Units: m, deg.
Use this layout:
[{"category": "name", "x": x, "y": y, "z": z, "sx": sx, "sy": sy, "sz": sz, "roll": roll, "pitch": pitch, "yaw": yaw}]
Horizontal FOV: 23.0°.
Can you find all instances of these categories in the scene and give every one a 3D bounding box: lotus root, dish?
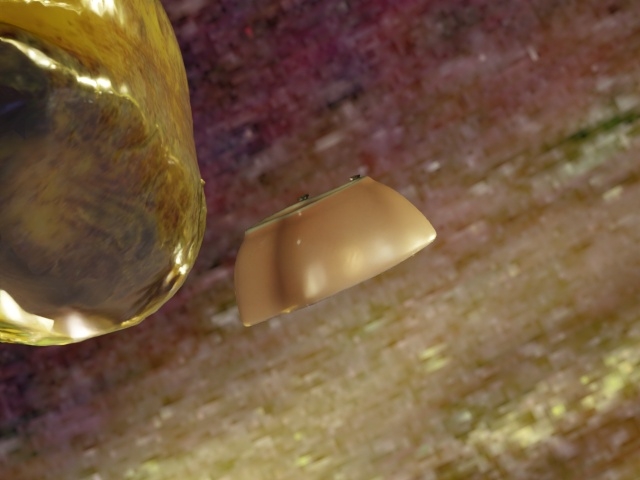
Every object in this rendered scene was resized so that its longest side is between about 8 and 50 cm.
[{"category": "lotus root", "x": -0.144, "y": -0.055, "z": 0.721, "sx": 0.179, "sy": 0.196, "sz": 0.397, "roll": 7, "pitch": 165, "yaw": 5}, {"category": "dish", "x": 0.000, "y": 0.000, "z": 1.559, "sx": 0.213, "sy": 0.090, "sz": 0.213, "roll": -25, "pitch": -176, "yaw": 2}]
